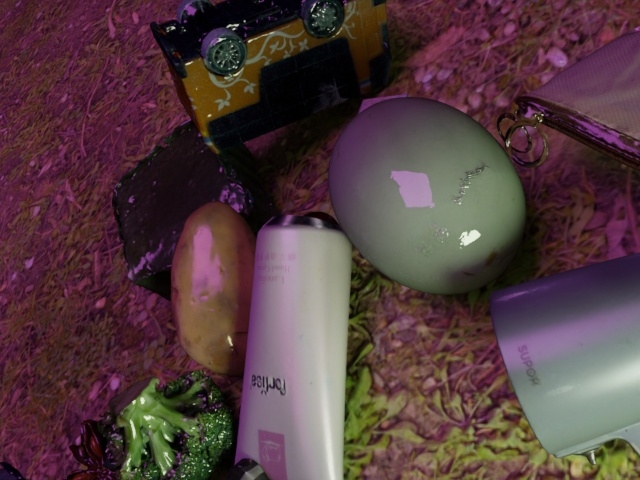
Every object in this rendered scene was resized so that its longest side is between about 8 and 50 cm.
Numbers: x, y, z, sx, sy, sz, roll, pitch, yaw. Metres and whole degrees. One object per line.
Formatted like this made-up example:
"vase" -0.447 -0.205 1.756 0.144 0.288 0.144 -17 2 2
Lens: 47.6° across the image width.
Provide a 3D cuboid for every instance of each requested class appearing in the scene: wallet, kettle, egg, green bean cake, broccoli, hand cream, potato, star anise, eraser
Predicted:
"wallet" 0.378 -0.132 0.715 0.274 0.068 0.335 -38 43 -17
"kettle" 0.300 0.106 0.636 0.243 0.160 0.211 -22 69 21
"egg" 0.118 -0.055 0.841 0.203 0.203 0.283 -45 40 8
"green bean cake" -0.206 -0.051 1.171 0.241 0.132 0.255 -37 49 10
"broccoli" -0.205 0.248 0.952 0.195 0.156 0.195 -30 23 14
"hand cream" -0.034 0.153 0.889 0.185 0.118 0.359 -2 80 39
"potato" -0.137 0.072 1.011 0.161 0.128 0.235 -29 83 3
"star anise" -0.331 0.339 1.052 0.233 0.073 0.177 -9 64 17
"eraser" 0.096 -0.198 1.091 0.083 0.019 0.038 3 63 41

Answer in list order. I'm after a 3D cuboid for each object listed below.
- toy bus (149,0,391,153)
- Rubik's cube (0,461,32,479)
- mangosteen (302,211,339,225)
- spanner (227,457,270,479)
"toy bus" -0.064 -0.281 1.086 0.323 0.194 0.162 -24 45 -12
"Rubik's cube" -0.213 0.453 0.708 0.316 0.313 0.319 15 72 45
"mangosteen" -0.003 -0.001 1.009 0.081 0.081 0.081 -22 51 29
"spanner" 0.012 0.323 0.797 0.315 0.024 0.087 9 110 38
